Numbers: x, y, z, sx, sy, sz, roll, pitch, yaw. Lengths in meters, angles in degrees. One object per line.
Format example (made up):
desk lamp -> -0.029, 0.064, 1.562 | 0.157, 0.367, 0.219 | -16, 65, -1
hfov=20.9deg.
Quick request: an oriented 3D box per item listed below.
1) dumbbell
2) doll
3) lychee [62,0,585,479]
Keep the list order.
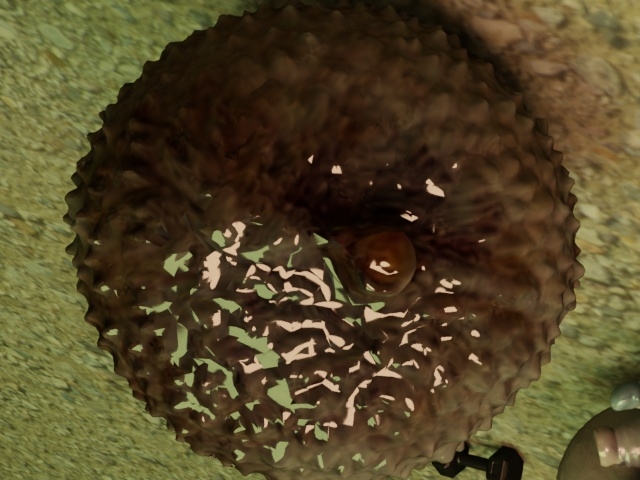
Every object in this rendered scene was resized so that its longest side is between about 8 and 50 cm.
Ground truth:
dumbbell -> 0.141, 0.200, 1.562 | 0.083, 0.040, 0.036 | 10, 119, 37
doll -> 0.261, 0.150, 1.203 | 0.151, 0.151, 0.287 | 28, 151, 3
lychee -> 0.002, 0.005, 1.006 | 0.300, 0.300, 0.300 | 24, 157, 11
